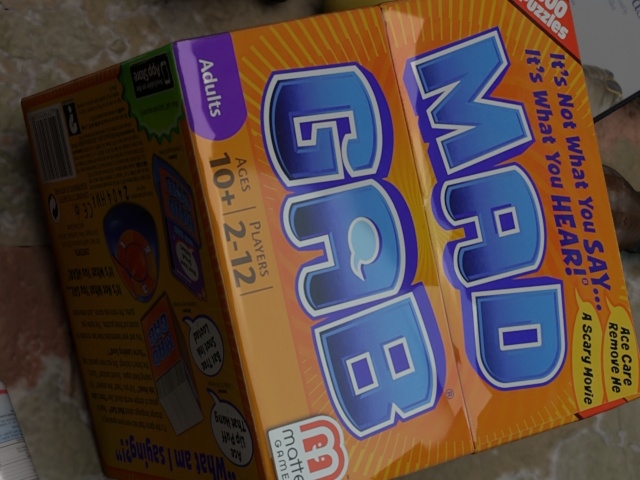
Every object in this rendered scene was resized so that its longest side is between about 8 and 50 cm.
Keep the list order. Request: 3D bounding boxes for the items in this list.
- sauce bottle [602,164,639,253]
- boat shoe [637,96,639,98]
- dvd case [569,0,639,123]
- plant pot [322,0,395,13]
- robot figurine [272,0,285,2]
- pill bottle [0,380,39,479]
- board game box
[{"bbox_3d":[0.240,-0.035,1.739,0.344,0.111,0.111,12,70,-20],"label":"sauce bottle"},{"bbox_3d":[0.260,-0.229,1.800,0.335,0.121,0.119,17,87,-13],"label":"boat shoe"},{"bbox_3d":[0.257,-0.203,1.748,0.253,0.022,0.180,-32,111,1],"label":"dvd case"},{"bbox_3d":[0.059,-0.240,1.720,0.095,0.134,0.134,27,63,13],"label":"plant pot"},{"bbox_3d":[-0.067,-0.361,1.666,0.174,0.209,0.278,37,62,15],"label":"robot figurine"},{"bbox_3d":[-0.286,0.206,1.441,0.087,0.087,0.160,-17,83,-28],"label":"pill bottle"},{"bbox_3d":[0.000,0.000,1.441,0.356,0.356,0.356,-14,94,-28],"label":"board game box"}]
